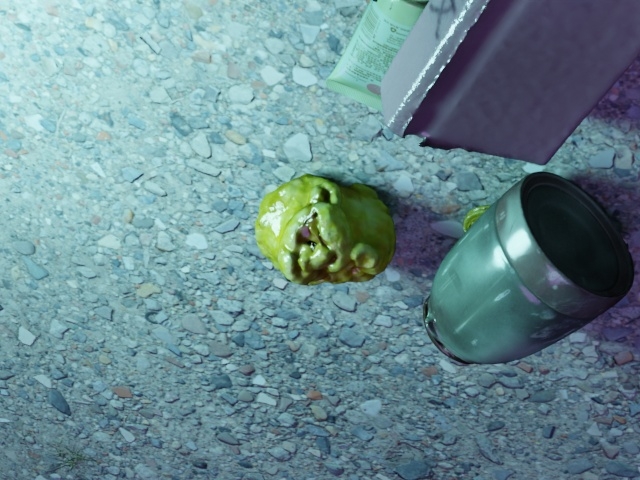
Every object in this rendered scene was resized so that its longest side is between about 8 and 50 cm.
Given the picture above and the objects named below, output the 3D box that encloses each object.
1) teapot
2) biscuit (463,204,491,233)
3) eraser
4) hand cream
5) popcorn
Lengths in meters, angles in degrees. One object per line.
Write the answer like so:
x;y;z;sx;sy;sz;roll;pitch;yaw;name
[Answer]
0.321;0.072;2.165;0.315;0.233;0.312;3;146;-42;teapot
0.271;-0.022;2.225;0.084;0.023;0.084;10;136;10;biscuit
0.272;-0.268;1.840;0.272;0.122;0.359;7;143;-22;eraser
0.109;-0.289;1.948;0.147;0.093;0.306;22;140;0;hand cream
0.000;0.000;2.214;0.226;0.203;0.200;35;130;-4;popcorn
